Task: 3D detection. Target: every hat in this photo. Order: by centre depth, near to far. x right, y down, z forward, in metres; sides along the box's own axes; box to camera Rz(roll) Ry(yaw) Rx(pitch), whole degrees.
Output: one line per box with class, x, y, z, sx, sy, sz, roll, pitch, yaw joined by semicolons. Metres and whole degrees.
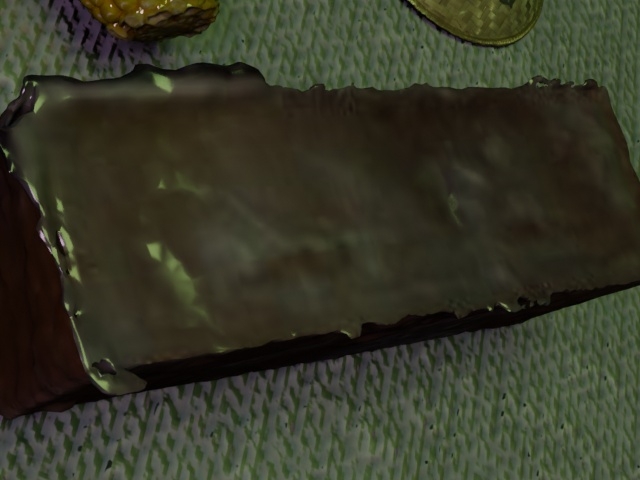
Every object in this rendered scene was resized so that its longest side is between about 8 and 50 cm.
hat;0.094;-0.190;0.720;0.146;0.067;0.146;17;59;-30

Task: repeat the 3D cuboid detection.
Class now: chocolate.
chocolate;0.000;0.000;0.529;0.321;0.112;0.112;-7;74;-40

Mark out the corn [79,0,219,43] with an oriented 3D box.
corn;-0.114;-0.191;0.560;0.080;0.080;0.231;-19;82;-41
